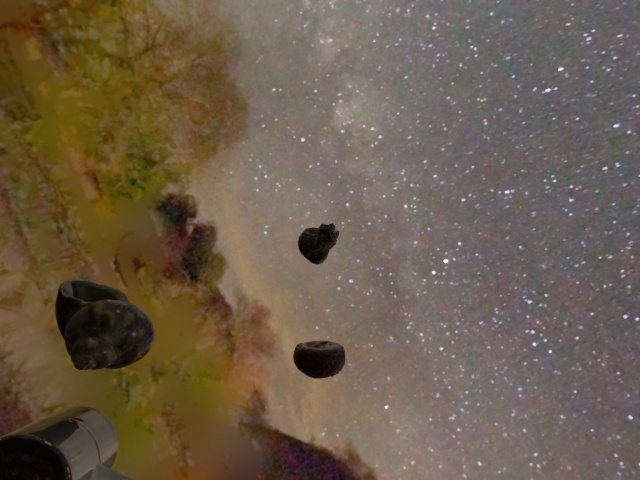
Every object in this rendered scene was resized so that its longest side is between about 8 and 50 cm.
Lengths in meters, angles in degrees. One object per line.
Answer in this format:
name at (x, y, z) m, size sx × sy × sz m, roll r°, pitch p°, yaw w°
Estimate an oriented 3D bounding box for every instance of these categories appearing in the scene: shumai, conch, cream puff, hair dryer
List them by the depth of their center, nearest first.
hair dryer at (-0.254, 0.353, 0.588) m, size 0.362 × 0.128 × 0.203 m, roll 27°, pitch -15°, yaw -4°
conch at (-0.377, 0.147, 0.750) m, size 0.187 × 0.124 × 0.181 m, roll 27°, pitch -11°, yaw -9°
shumai at (0.000, 0.000, 0.931) m, size 0.080 × 0.082 × 0.083 m, roll 132°, pitch -44°, yaw -56°
cream puff at (-0.001, 0.311, 1.150) m, size 0.149 × 0.149 × 0.084 m, roll -179°, pitch -89°, yaw -68°
